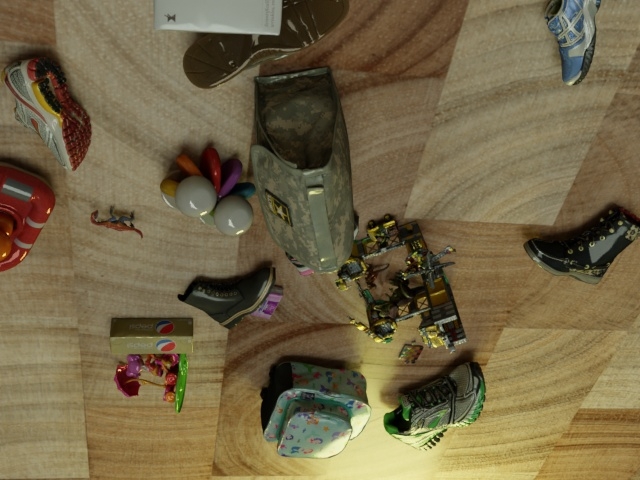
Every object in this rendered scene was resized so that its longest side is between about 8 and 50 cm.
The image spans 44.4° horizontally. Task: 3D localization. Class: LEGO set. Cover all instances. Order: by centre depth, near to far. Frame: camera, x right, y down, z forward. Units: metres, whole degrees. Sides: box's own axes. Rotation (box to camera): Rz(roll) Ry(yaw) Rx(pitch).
[{"bbox_3d":[0.173,0.128,1.656,0.255,0.192,0.331,-14,133,5],"label":"LEGO set"}]

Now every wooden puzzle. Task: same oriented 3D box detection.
[{"bbox_3d":[0.222,0.276,1.930,0.049,0.006,0.083,8,131,-15],"label":"wooden puzzle"}]

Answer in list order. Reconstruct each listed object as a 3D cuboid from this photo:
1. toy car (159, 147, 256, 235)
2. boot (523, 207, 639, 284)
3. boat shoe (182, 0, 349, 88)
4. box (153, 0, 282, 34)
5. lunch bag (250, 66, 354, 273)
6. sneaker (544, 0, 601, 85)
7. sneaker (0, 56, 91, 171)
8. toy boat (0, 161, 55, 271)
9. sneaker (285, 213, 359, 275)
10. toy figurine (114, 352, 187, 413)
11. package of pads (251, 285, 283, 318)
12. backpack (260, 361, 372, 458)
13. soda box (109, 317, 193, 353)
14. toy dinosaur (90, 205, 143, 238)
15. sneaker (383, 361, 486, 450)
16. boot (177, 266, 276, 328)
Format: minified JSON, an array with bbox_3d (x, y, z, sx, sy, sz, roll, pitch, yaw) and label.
[{"bbox_3d":[-0.197,-0.097,1.445,0.182,0.159,0.136,27,87,-29],"label":"toy car"},{"bbox_3d":[0.563,-0.004,1.667,0.236,0.085,0.178,16,127,-30],"label":"boot"},{"bbox_3d":[-0.089,-0.339,1.266,0.285,0.089,0.104,-22,106,9],"label":"boat shoe"},{"bbox_3d":[-0.146,-0.393,1.129,0.182,0.119,0.181,2,109,-7],"label":"box"},{"bbox_3d":[-0.027,-0.114,1.337,0.169,0.287,0.235,-9,134,0],"label":"lunch bag"},{"bbox_3d":[0.418,-0.362,1.321,0.081,0.080,0.211,-5,124,5],"label":"sneaker"},{"bbox_3d":[-0.461,-0.214,1.333,0.093,0.088,0.225,4,136,17],"label":"sneaker"},{"bbox_3d":[-0.590,-0.021,1.434,0.151,0.151,0.231,23,126,-26],"label":"toy boat"},{"bbox_3d":[0.000,0.000,1.600,0.178,0.072,0.077,-40,116,19],"label":"sneaker"},{"bbox_3d":[-0.396,0.308,1.814,0.159,0.130,0.173,6,110,-2],"label":"toy figurine"},{"bbox_3d":[-0.118,0.134,1.730,0.050,0.032,0.083,15,129,-19],"label":"package of pads"},{"bbox_3d":[-0.002,0.415,1.916,0.254,0.191,0.225,5,131,-20],"label":"backpack"},{"bbox_3d":[-0.376,0.213,1.749,0.181,0.058,0.061,0,133,-10],"label":"soda box"},{"bbox_3d":[-0.397,-0.036,1.509,0.082,0.090,0.047,-11,126,-43],"label":"toy dinosaur"},{"bbox_3d":[0.290,0.422,1.991,0.146,0.134,0.343,21,127,-25],"label":"sneaker"},{"bbox_3d":[-0.199,0.104,1.667,0.137,0.077,0.198,30,121,-25],"label":"boot"}]
